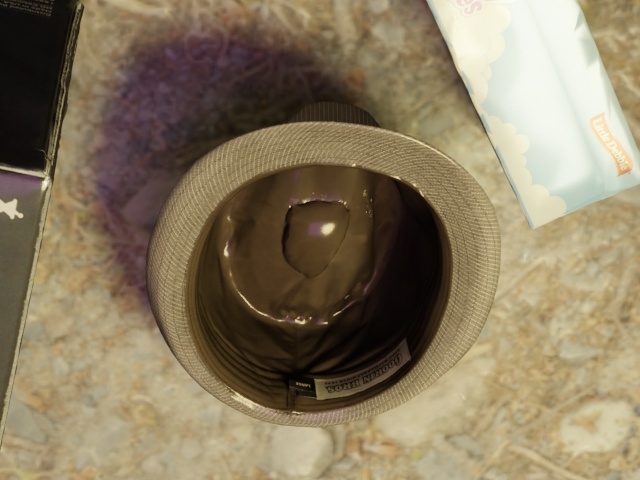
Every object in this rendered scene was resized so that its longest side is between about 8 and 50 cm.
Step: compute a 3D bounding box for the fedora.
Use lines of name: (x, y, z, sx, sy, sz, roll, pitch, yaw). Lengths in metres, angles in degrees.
fedora: (0.000, 0.000, 1.227, 0.244, 0.124, 0.275, 2, 126, -4)

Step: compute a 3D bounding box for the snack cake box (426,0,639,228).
snack cake box: (0.117, -0.159, 1.139, 0.089, 0.152, 0.264, -24, 117, 8)

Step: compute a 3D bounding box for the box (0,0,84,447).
box: (-0.272, 0.007, 1.113, 0.183, 0.294, 0.296, 10, 116, -10)
